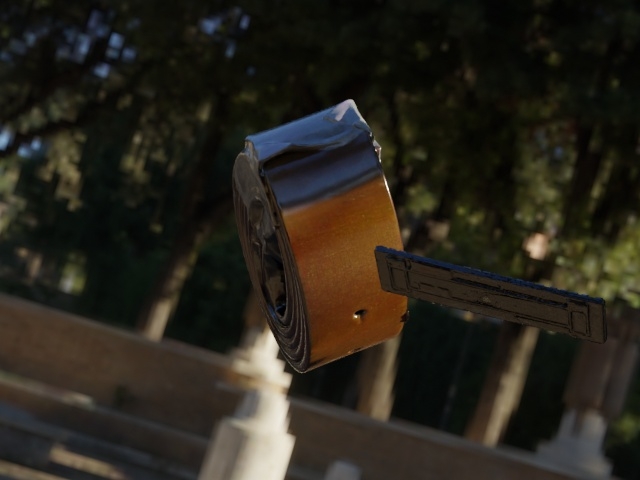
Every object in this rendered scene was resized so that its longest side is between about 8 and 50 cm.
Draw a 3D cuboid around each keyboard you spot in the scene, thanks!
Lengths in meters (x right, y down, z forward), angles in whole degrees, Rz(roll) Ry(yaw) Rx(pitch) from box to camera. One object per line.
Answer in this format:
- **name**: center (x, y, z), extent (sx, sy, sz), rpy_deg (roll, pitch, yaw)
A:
- **keyboard**: center (0.144, 0.046, 1.448), extent (0.204, 0.013, 0.061), rpy_deg (14, -33, 21)

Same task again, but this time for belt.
- **belt**: center (0.000, 0.000, 1.700), extent (0.122, 0.217, 0.339), rpy_deg (-19, -23, -11)
